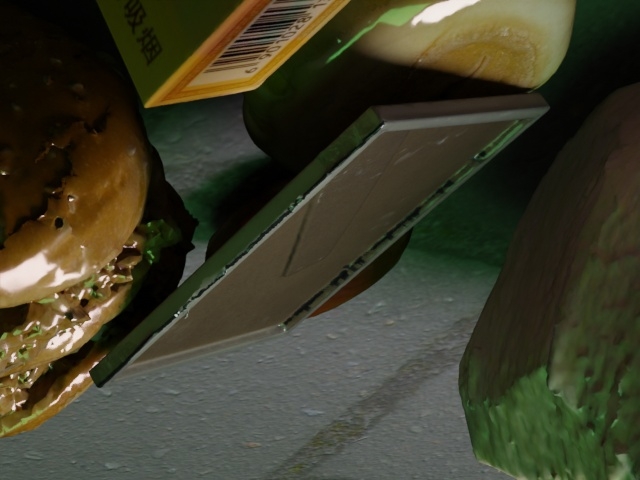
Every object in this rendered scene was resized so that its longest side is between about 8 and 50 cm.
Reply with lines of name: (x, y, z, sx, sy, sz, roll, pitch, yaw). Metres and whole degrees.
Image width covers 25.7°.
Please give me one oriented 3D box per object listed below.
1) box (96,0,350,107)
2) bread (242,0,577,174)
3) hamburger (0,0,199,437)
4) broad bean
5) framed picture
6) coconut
box: (-0.015, -0.197, 0.572, 0.076, 0.174, 0.274, -17, 166, -43)
bread: (0.043, -0.116, 0.799, 0.213, 0.104, 0.213, -20, 159, -8)
hamburger: (-0.196, -0.010, 0.801, 0.245, 0.260, 0.211, 0, 147, 5)
broad bean: (-0.010, 0.001, 1.022, 0.165, 0.084, 0.114, -34, 137, 30)
framed picture: (0.000, 0.000, 0.799, 0.250, 0.016, 0.184, -43, 162, 33)
coconut: (0.319, 0.052, 0.915, 0.405, 0.404, 0.404, -4, 150, -2)
